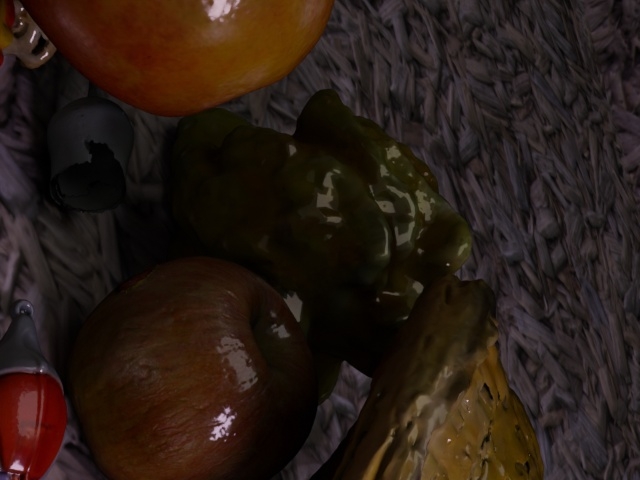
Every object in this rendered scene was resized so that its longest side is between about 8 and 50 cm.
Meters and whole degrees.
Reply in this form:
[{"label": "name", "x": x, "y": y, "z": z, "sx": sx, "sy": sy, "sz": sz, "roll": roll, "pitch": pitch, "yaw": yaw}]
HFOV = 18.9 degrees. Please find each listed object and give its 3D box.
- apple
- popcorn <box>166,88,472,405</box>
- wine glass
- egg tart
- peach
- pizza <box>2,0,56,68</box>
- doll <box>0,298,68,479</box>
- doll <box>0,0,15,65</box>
[{"label": "apple", "x": -0.108, "y": 0.120, "z": 1.619, "sx": 0.211, "sy": 0.188, "sz": 0.211, "roll": 49, "pitch": 27, "yaw": -35}, {"label": "popcorn", "x": 0.000, "y": -0.011, "z": 1.843, "sx": 0.325, "sy": 0.290, "sz": 0.321, "roll": -6, "pitch": 78, "yaw": -45}, {"label": "wine glass", "x": -0.207, "y": -0.119, "z": 1.739, "sx": 0.079, "sy": 0.079, "sz": 0.195, "roll": 43, "pitch": 33, "yaw": -43}, {"label": "egg tart", "x": 0.068, "y": 0.248, "z": 1.611, "sx": 0.178, "sy": 0.443, "sz": 0.443, "roll": 28, "pitch": 30, "yaw": 1}, {"label": "peach", "x": -0.126, "y": -0.257, "z": 1.588, "sx": 0.308, "sy": 0.307, "sz": 0.332, "roll": -71, "pitch": 147, "yaw": -55}, {"label": "pizza", "x": -0.305, "y": -0.406, "z": 1.773, "sx": 0.435, "sy": 0.080, "sz": 0.392, "roll": 63, "pitch": 25, "yaw": -16}, {"label": "doll", "x": -0.235, "y": 0.153, "z": 1.463, "sx": 0.102, "sy": 0.075, "sz": 0.228, "roll": 21, "pitch": 61, "yaw": -46}, {"label": "doll", "x": -0.360, "y": -0.215, "z": 1.404, "sx": 0.363, "sy": 0.160, "sz": 0.183, "roll": 26, "pitch": 49, "yaw": -56}]
